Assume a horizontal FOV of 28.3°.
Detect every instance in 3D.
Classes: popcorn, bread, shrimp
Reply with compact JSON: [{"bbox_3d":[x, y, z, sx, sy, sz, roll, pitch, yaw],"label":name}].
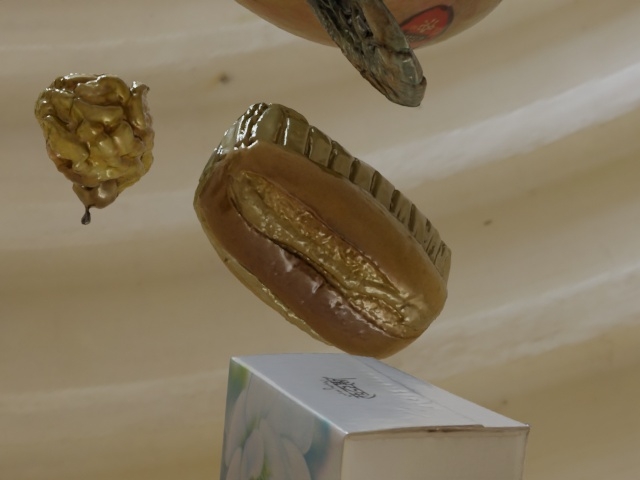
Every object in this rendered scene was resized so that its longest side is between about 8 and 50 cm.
[{"bbox_3d":[-0.260,-0.132,1.493,0.194,0.140,0.163,85,166,-65],"label":"popcorn"},{"bbox_3d":[0.000,0.000,1.070,0.236,0.140,0.106,39,-148,-14],"label":"bread"},{"bbox_3d":[0.016,-0.152,0.772,0.161,0.034,0.091,52,165,14],"label":"shrimp"}]

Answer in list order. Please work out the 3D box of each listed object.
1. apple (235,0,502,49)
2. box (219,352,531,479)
[{"bbox_3d":[0.038,-0.376,1.260,0.391,0.346,0.391,-16,-69,-49],"label":"apple"},{"bbox_3d":[0.014,0.219,0.750,0.203,0.116,0.274,-163,77,-67],"label":"box"}]
